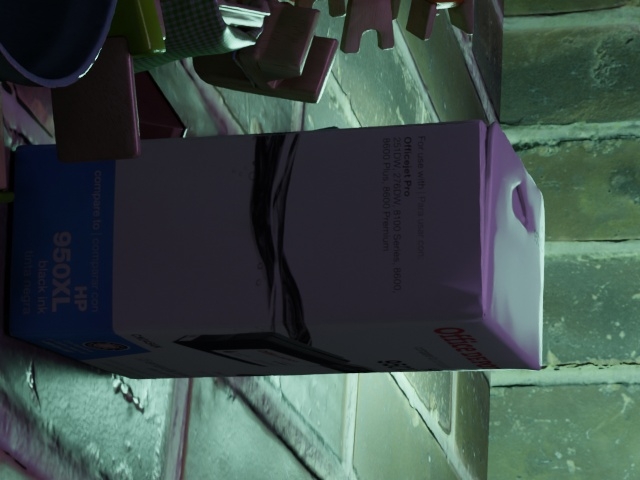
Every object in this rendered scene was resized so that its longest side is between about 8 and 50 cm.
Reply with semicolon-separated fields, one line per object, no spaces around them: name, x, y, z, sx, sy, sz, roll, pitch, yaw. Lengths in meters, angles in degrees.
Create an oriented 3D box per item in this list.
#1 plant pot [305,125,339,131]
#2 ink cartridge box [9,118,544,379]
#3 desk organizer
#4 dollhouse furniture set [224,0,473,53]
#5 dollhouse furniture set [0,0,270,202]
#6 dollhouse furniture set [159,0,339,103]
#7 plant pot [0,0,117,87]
plant pot;0.000;0.000;2.200;0.166;0.165;0.234;-71;146;-54
ink cartridge box;-0.025;0.018;1.639;0.285;0.395;0.166;36;52;-71
desk organizer;-0.167;-0.114;1.725;0.130;0.050;0.047;55;-50;51
dollhouse furniture set;0.003;-0.304;2.111;0.259;0.262;0.135;41;-45;55
dollhouse furniture set;-0.167;-0.111;1.509;0.301;0.197;0.151;-13;99;-74
dollhouse furniture set;-0.109;-0.387;1.794;0.362;0.256;0.394;54;51;-63
plant pot;-0.260;-0.234;1.182;0.293;0.196;0.293;-2;90;-75
